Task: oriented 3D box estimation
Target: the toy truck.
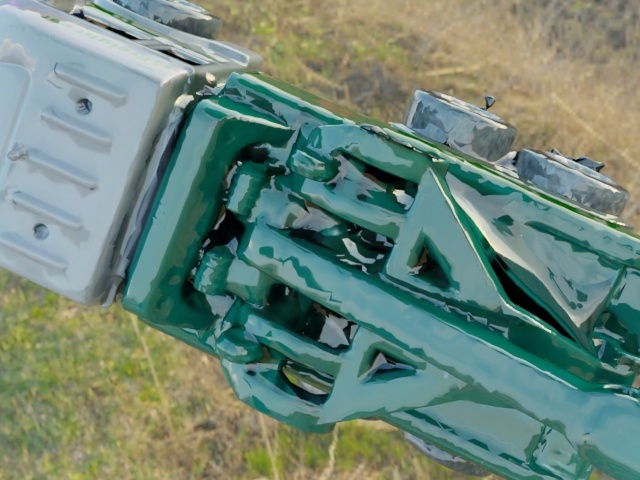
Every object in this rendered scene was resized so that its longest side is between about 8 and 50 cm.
[{"bbox_3d":[0.000,-0.002,0.522,0.363,0.176,0.178,25,12,11],"label":"toy truck"}]
